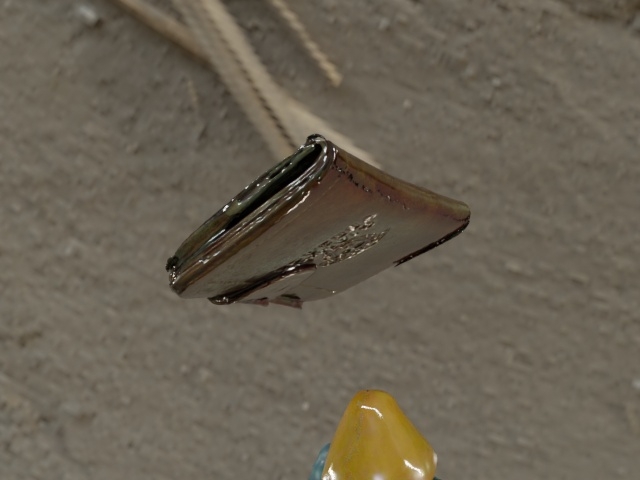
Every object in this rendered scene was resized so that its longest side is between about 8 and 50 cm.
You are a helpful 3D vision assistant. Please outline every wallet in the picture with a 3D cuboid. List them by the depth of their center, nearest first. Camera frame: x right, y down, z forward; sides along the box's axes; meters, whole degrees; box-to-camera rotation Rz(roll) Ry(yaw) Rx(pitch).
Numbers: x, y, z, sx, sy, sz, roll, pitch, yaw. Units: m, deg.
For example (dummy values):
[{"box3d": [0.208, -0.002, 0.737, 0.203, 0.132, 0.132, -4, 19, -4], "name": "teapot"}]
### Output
[{"box3d": [0.000, 0.000, 1.072, 0.137, 0.255, 0.031, -34, 73, 15], "name": "wallet"}]

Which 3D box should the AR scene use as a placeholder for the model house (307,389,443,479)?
[{"box3d": [0.007, 0.206, 1.034, 0.190, 0.271, 0.301, 20, 123, 37], "name": "model house"}]
